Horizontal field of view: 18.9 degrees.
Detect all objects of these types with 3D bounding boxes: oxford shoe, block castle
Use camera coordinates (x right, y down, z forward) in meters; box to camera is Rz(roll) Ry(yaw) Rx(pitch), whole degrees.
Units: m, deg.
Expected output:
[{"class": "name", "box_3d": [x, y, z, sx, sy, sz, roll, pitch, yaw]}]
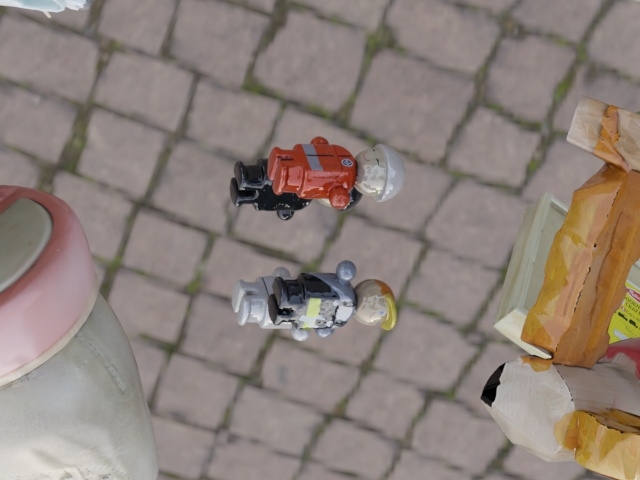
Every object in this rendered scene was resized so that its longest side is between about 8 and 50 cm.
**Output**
[{"class": "oxford shoe", "box_3d": [-0.249, 0.070, 0.877, 0.397, 0.140, 0.147, 1, 129, 36]}, {"class": "block castle", "box_3d": [0.302, -0.049, 0.976, 0.303, 0.213, 0.453, 21, 97, 33]}]

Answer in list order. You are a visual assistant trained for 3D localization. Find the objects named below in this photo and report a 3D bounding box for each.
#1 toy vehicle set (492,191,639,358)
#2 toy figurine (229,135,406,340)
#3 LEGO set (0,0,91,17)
[{"class": "toy vehicle set", "box_3d": [0.290, 0.089, 1.813, 0.267, 0.166, 0.035, 35, 133, -12]}, {"class": "toy figurine", "box_3d": [0.000, 0.000, 2.027, 0.148, 0.210, 0.213, 1, 174, -20]}, {"class": "LEGO set", "box_3d": [-0.164, -0.302, 1.342, 0.132, 0.287, 0.107, 4, 164, 8]}]
